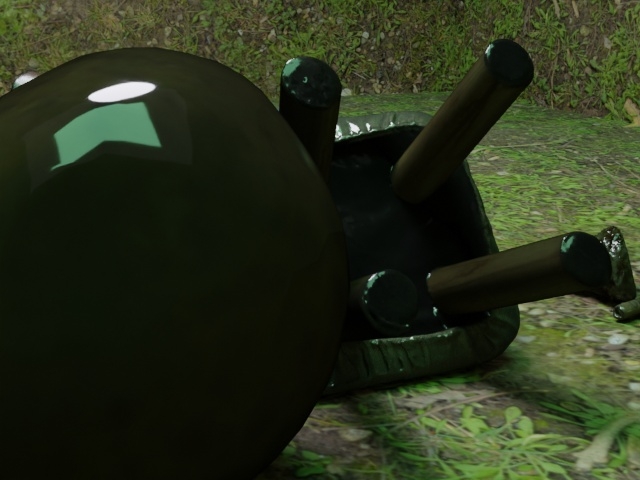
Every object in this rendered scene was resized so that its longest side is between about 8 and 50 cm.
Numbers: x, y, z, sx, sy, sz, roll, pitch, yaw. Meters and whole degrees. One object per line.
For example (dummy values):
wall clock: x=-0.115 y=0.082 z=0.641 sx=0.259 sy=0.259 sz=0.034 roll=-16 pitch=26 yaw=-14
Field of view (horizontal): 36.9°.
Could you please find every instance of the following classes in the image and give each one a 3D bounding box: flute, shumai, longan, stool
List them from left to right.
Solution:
longan: x=-0.150 y=0.044 z=0.725 sx=0.336 sy=0.405 sz=0.404 roll=33 pitch=16 yaw=-2
stool: x=0.083 y=-0.030 z=0.964 sx=0.310 sy=0.311 sz=0.226 roll=-10 pitch=-19 yaw=-25
shumai: x=0.370 y=0.036 z=1.283 sx=0.087 sy=0.099 sz=0.124 roll=-12 pitch=10 yaw=13
flute: x=0.456 y=0.072 z=1.259 sx=0.233 sy=0.027 sz=0.027 roll=-11 pitch=19 yaw=-39

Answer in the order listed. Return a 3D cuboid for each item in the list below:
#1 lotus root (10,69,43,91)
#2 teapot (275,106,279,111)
lotus root: x=-0.246 y=0.012 z=1.061 sx=0.249 sy=0.316 sz=0.316 roll=20 pitch=15 yaw=-1
teapot: x=-0.072 y=-0.136 z=1.693 sx=0.129 sy=0.193 sz=0.294 roll=-27 pitch=3 yaw=9
